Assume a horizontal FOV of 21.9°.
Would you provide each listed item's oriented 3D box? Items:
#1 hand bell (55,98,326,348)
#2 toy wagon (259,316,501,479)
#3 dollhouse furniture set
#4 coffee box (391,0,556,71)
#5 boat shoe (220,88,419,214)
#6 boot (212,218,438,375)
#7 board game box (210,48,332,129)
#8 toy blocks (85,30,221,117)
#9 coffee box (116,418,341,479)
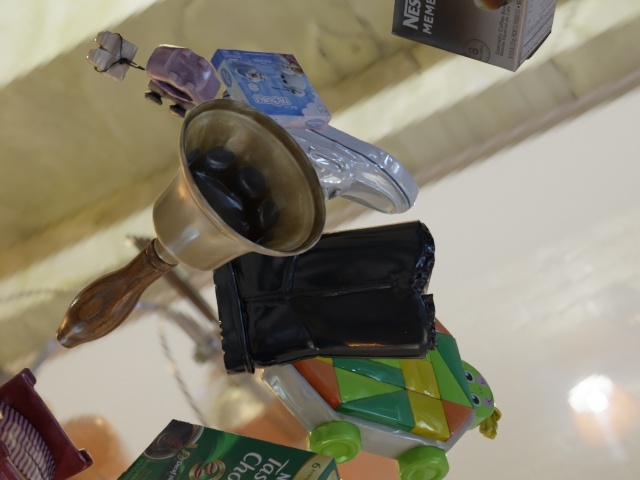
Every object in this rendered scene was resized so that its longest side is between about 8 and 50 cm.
[{"bbox_3d":[-0.119,0.015,1.210,0.242,0.126,0.126,-39,-151,37],"label":"hand bell"},{"bbox_3d":[0.076,0.138,1.807,0.068,0.344,0.267,-46,-140,34],"label":"toy wagon"},{"bbox_3d":[-0.371,0.127,1.453,0.152,0.374,0.201,-32,-164,5],"label":"dollhouse furniture set"},{"bbox_3d":[0.159,-0.303,1.586,0.141,0.246,0.098,21,-139,19],"label":"coffee box"},{"bbox_3d":[-0.009,-0.081,1.847,0.095,0.258,0.084,-32,-145,58],"label":"boat shoe"},{"bbox_3d":[0.000,0.000,1.548,0.207,0.094,0.246,-8,-99,0],"label":"boot"},{"bbox_3d":[-0.046,-0.142,1.556,0.020,0.090,0.090,-56,-129,36],"label":"board game box"},{"bbox_3d":[-0.170,-0.335,1.717,0.309,0.288,0.260,-64,-170,-8],"label":"toy blocks"},{"bbox_3d":[-0.085,0.221,1.470,0.184,0.040,0.113,11,-140,33],"label":"coffee box"}]
